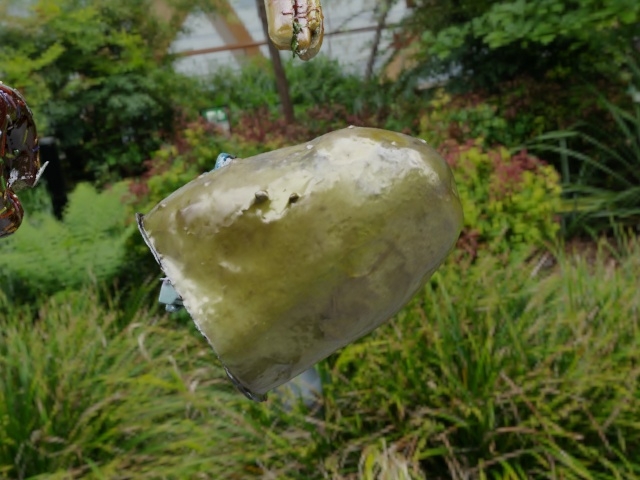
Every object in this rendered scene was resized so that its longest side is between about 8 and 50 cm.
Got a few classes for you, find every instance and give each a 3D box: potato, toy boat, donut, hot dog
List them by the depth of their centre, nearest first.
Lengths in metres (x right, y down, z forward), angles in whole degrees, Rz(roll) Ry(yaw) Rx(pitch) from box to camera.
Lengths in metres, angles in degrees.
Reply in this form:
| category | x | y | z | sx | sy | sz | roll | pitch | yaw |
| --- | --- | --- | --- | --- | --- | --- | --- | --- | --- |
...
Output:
| category | x | y | z | sx | sy | sz | roll | pitch | yaw |
| --- | --- | --- | --- | --- | --- | --- | --- | --- | --- |
| potato | 0.000 | 0.000 | 0.790 | 0.266 | 0.229 | 0.229 | -31 | 10 | 3 |
| donut | -0.442 | -0.114 | 1.157 | 0.095 | 0.216 | 0.230 | 2 | 24 | 2 |
| hot dog | -0.041 | -0.396 | 1.428 | 0.104 | 0.250 | 0.076 | 19 | -44 | -31 |
| toy boat | -0.218 | -0.019 | 1.557 | 0.092 | 0.299 | 0.134 | 8 | -18 | 4 |
